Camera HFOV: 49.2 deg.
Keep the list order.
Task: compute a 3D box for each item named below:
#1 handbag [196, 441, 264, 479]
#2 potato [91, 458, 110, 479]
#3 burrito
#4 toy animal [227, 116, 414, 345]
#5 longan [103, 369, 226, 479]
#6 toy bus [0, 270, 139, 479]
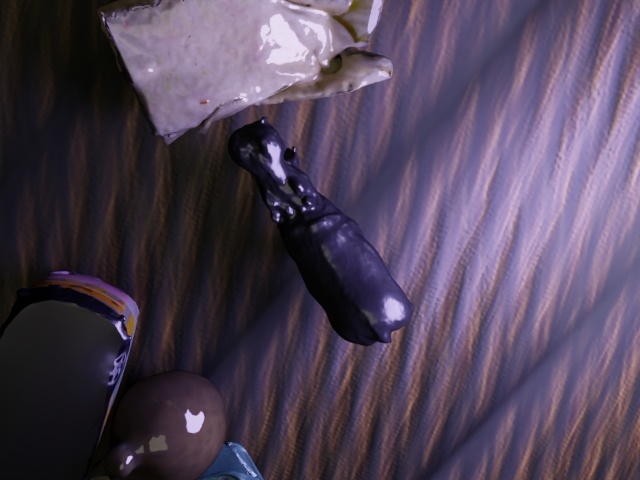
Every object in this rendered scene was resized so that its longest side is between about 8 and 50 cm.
[{"bbox_3d":[-0.187,0.482,1.104,0.269,0.100,0.274,-21,107,2],"label":"handbag"},{"bbox_3d":[-0.309,0.359,1.092,0.093,0.037,0.036,-14,128,16],"label":"potato"},{"bbox_3d":[-0.084,-0.249,0.872,0.332,0.135,0.190,-17,116,-2],"label":"burrito"},{"bbox_3d":[-0.002,-0.007,0.939,0.106,0.168,0.343,-35,94,8],"label":"toy animal"},{"bbox_3d":[-0.226,0.277,0.990,0.159,0.204,0.185,38,113,15],"label":"longan"},{"bbox_3d":[-0.373,0.219,0.977,0.171,0.162,0.386,18,105,-11],"label":"toy bus"}]
